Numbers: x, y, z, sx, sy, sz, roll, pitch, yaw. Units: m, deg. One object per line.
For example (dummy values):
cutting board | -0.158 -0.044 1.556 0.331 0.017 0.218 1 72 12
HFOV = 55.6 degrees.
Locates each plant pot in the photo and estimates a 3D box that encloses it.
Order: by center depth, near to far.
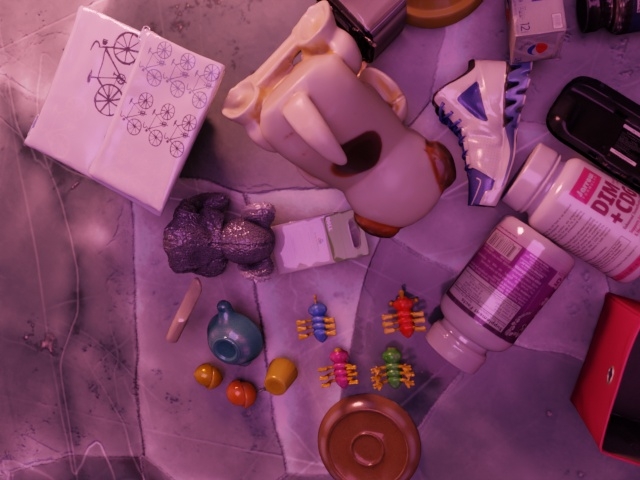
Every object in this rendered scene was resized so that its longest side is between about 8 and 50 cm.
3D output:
plant pot | 0.217 -0.560 1.151 0.254 0.239 0.254 1 95 11
plant pot | 0.106 0.463 1.360 0.236 0.032 0.236 1 95 11

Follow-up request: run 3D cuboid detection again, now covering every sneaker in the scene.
sneaker | 0.307 -0.227 1.227 0.182 0.127 0.316 11 90 14

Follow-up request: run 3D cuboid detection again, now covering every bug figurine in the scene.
bug figurine | 0.093 0.219 1.321 0.279 0.072 0.216 -4 91 13

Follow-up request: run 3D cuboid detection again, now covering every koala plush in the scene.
koala plush | -0.197 0.001 1.293 0.221 0.203 0.196 6 96 13

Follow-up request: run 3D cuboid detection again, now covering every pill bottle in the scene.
pill bottle | 0.606 -0.457 1.139 0.219 0.123 0.123 -7 93 13
pill bottle | 0.506 -0.057 1.171 0.283 0.160 0.160 33 100 7
pill bottle | 0.348 0.113 1.213 0.169 0.169 0.301 36 101 7

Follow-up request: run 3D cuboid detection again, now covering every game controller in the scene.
game controller | 0.593 -0.189 1.168 0.319 0.067 0.166 35 75 7

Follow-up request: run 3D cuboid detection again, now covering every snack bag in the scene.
snack bag | -0.392 -0.263 1.191 0.342 0.037 0.323 28 100 8

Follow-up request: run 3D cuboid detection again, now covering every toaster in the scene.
toaster | 0.082 -0.454 1.208 0.110 0.168 0.186 -43 84 3

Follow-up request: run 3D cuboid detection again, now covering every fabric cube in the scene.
fabric cube | 0.645 0.264 1.120 0.259 0.258 0.254 16 98 10

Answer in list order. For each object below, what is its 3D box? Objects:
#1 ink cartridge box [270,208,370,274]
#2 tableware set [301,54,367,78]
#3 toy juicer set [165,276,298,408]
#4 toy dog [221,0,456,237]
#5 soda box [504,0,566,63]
ink cartridge box | 0.000 0.000 1.328 0.209 0.062 0.109 -13 91 12
tableware set | 0.041 -0.408 1.309 0.168 0.020 0.141 9 96 11
toy juicer set | -0.221 0.238 1.371 0.209 0.089 0.329 -35 102 29
toy dog | 0.076 -0.195 1.150 0.408 0.395 0.284 39 97 -30
soda box | 0.397 -0.488 1.150 0.091 0.098 0.286 -4 74 12
